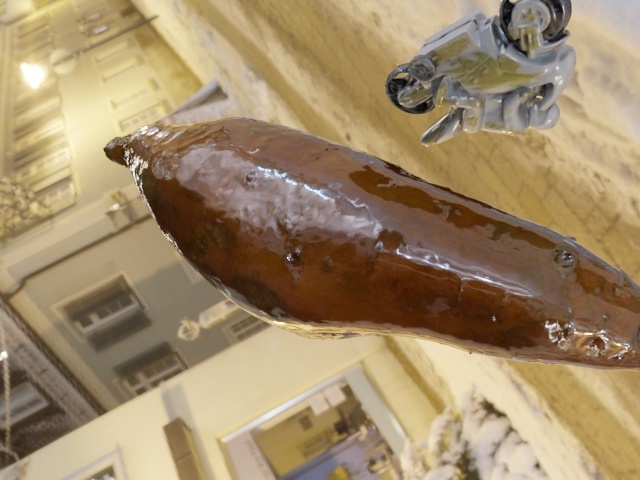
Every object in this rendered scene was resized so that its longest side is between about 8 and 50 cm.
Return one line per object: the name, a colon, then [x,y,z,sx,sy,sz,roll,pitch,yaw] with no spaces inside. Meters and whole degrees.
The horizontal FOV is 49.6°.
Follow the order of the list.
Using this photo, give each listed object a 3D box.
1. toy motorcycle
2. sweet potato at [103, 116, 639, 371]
toy motorcycle: [0.170,-0.159,0.692,0.151,0.074,0.229,41,143,-18]
sweet potato: [-0.005,-0.002,0.371,0.359,0.112,0.112,23,152,32]
